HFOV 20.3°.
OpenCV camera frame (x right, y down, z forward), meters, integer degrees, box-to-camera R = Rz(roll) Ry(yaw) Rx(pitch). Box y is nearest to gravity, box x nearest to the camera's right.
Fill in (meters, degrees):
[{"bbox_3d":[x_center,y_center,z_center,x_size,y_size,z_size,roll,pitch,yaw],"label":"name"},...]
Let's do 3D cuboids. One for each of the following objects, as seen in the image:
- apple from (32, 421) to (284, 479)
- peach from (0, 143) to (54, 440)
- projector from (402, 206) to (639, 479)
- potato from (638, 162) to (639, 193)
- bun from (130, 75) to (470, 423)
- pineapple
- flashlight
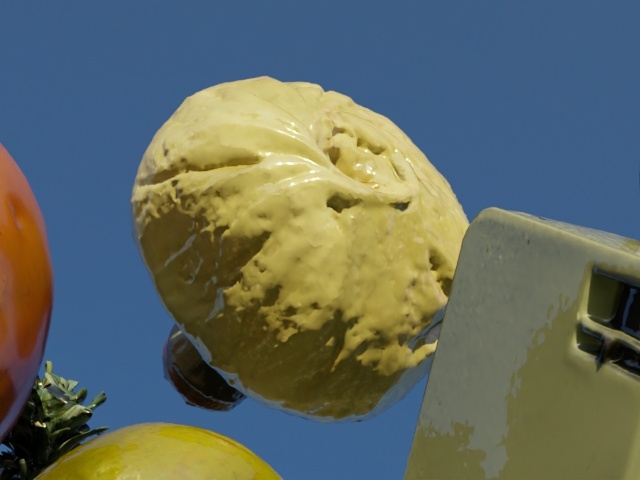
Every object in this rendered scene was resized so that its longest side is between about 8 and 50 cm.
[{"bbox_3d":[-0.090,0.191,1.011,0.196,0.157,0.196,24,-28,13],"label":"apple"},{"bbox_3d":[-0.324,0.041,1.024,0.343,0.301,0.343,-3,-75,-11],"label":"peach"},{"bbox_3d":[0.143,0.098,0.880,0.108,0.250,0.198,11,-85,-20],"label":"projector"},{"bbox_3d":[0.330,-0.102,1.384,0.112,0.269,0.255,34,-73,-22],"label":"potato"},{"bbox_3d":[0.000,0.000,1.176,0.244,0.244,0.153,36,-41,-10],"label":"bun"},{"bbox_3d":[-0.225,0.177,1.173,0.103,0.083,0.221,37,-81,29],"label":"pineapple"},{"bbox_3d":[-0.041,0.039,1.421,0.093,0.093,0.232,33,-55,-8],"label":"flashlight"}]
